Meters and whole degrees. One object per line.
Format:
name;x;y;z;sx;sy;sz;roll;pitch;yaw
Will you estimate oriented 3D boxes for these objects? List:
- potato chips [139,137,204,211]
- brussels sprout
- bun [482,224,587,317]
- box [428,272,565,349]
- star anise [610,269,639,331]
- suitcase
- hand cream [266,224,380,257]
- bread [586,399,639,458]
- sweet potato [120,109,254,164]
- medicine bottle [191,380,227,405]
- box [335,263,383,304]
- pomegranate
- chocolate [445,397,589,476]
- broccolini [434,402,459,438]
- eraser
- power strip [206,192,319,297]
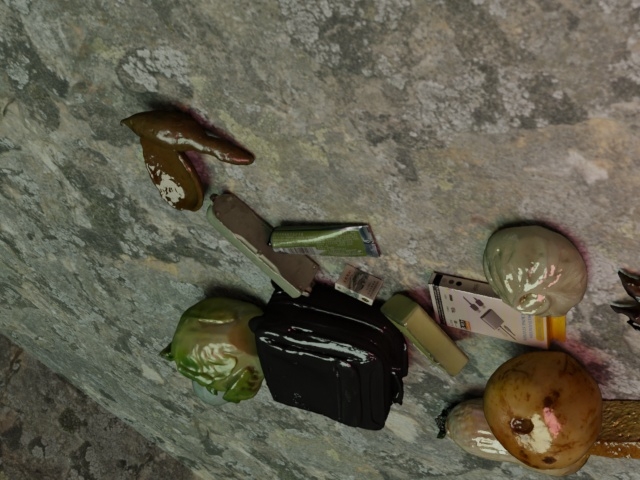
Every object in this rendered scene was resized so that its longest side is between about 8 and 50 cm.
potato chips;-0.294;-0.142;1.505;0.150;0.049;0.202;10;142;34
brussels sprout;-0.241;0.270;1.832;0.259;0.227;0.294;30;141;-23
bun;0.339;0.063;1.207;0.183;0.102;0.183;24;145;18
box;0.323;0.132;1.368;0.247;0.033;0.129;11;141;29
star anise;0.558;0.125;1.111;0.272;0.102;0.272;24;145;18
suitcase;0.030;0.258;1.652;0.339;0.188;0.345;13;140;17
hand cream;0.000;0.000;1.457;0.235;0.055;0.086;0;137;28
bread;0.564;0.357;1.395;0.187;0.103;0.065;-10;128;48
sweet potato;-0.251;-0.197;1.381;0.269;0.075;0.075;18;145;4
medicine bottle;-0.276;0.367;2.043;0.147;0.147;0.143;32;143;1
box;0.078;0.089;1.491;0.083;0.054;0.024;24;150;12
pomegranate;0.412;0.305;1.370;0.215;0.215;0.215;21;145;16
chocolate;0.408;0.409;1.564;0.309;0.134;0.134;7;139;33
broccolini;0.290;0.438;1.766;0.201;0.074;0.058;106;141;-66
eraser;0.207;0.186;1.473;0.172;0.058;0.117;46;175;-19
power strip;-0.123;0.007;1.528;0.286;0.080;0.048;41;147;-12
